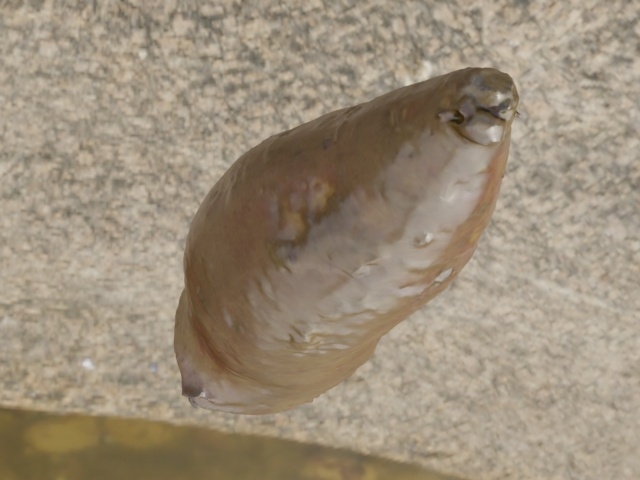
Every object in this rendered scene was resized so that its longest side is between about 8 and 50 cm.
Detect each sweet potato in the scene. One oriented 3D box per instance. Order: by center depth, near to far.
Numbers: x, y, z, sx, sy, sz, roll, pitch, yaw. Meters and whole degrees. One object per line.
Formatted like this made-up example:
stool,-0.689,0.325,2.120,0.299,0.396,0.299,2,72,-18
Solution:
sweet potato,0.001,-0.002,0.525,0.131,0.131,0.336,5,155,-14
